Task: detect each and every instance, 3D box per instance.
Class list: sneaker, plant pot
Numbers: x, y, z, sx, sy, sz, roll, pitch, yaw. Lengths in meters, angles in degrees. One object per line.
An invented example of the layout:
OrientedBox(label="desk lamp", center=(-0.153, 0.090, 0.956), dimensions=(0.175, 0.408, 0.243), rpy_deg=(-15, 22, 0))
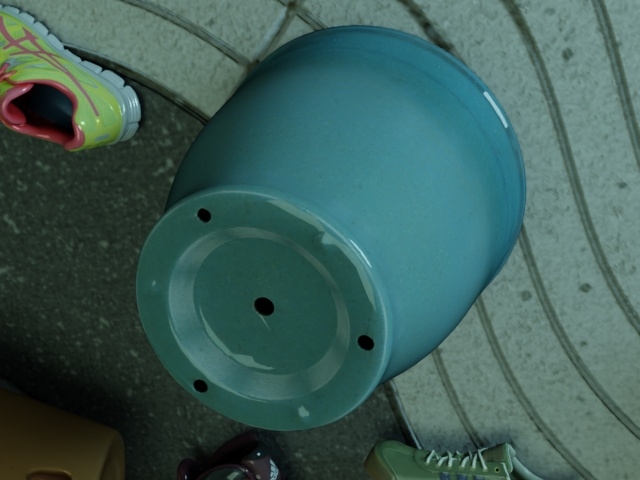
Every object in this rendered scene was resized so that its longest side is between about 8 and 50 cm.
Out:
OrientedBox(label="sneaker", center=(-0.263, -0.141, 0.926), dimensions=(0.209, 0.094, 0.081), rpy_deg=(26, 122, 9))
OrientedBox(label="plant pot", center=(0.000, 0.000, 0.801), dimensions=(0.272, 0.255, 0.271), rpy_deg=(8, 116, 17))
OrientedBox(label="sneaker", center=(-0.026, 0.276, 1.029), dimensions=(0.282, 0.106, 0.162), rpy_deg=(8, 113, 17))
OrientedBox(label="sneaker", center=(0.142, 0.211, 0.962), dimensions=(0.192, 0.064, 0.086), rpy_deg=(26, 113, 7))
OrientedBox(label="plant pot", center=(-0.311, 0.274, 1.051), dimensions=(0.204, 0.291, 0.290), rpy_deg=(5, 117, -1))
